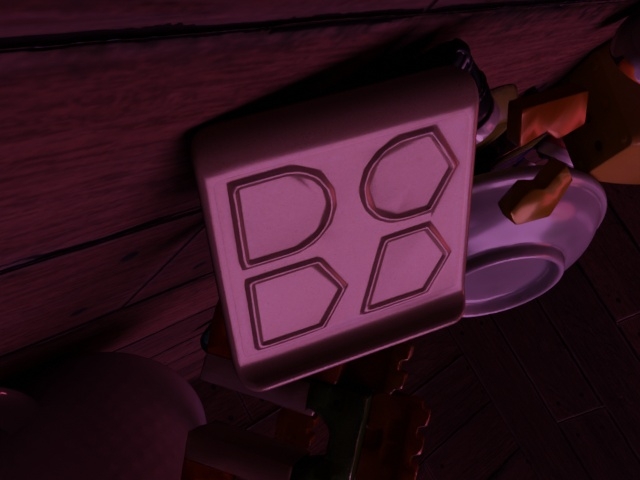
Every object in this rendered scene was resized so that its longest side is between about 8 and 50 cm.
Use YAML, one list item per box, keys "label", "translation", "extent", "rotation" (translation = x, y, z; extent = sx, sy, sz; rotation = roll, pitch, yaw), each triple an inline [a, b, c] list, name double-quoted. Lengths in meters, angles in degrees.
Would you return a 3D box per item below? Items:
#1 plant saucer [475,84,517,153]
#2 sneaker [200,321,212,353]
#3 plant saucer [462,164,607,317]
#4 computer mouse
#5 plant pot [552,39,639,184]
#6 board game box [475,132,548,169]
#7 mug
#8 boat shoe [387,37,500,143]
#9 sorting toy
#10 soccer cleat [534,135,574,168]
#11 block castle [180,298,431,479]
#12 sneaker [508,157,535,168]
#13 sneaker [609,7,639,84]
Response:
- label: "plant saucer"
  translation: [0.164, -0.120, 0.972]
  extent: [0.241, 0.037, 0.241]
  rotation: [-30, 172, -5]
- label: "sneaker"
  translation: [-0.135, 0.160, 1.478]
  extent: [0.223, 0.083, 0.098]
  rotation: [-31, 177, -2]
- label: "plant saucer"
  translation: [0.266, 0.033, 1.161]
  extent: [0.400, 0.101, 0.400]
  rotation: [-10, 151, -6]
- label: "computer mouse"
  translation: [0.241, -0.134, 1.091]
  extent: [0.071, 0.041, 0.242]
  rotation: [4, 137, -39]
- label: "plant pot"
  translation: [0.466, -0.196, 1.072]
  extent: [0.187, 0.212, 0.212]
  rotation: [-14, 168, -16]
- label: "board game box"
  translation: [0.233, -0.109, 1.283]
  extent: [0.346, 0.056, 0.208]
  rotation: [-29, 168, -14]
- label: "mug"
  translation: [-0.288, 0.310, 0.854]
  extent: [0.276, 0.374, 0.328]
  rotation: [-37, -149, 8]
- label: "boat shoe"
  translation: [0.025, -0.085, 0.603]
  extent: [0.233, 0.084, 0.079]
  rotation: [-26, 136, 14]
- label: "sorting toy"
  translation: [0.063, -0.019, 0.576]
  extent: [0.307, 0.041, 0.229]
  rotation: [-17, 126, -15]
- label: "soccer cleat"
  translation: [0.475, -0.205, 1.411]
  extent: [0.116, 0.108, 0.318]
  rotation: [-67, 170, 15]
- label: "block castle"
  translation: [0.025, 0.173, 0.794]
  extent: [0.212, 0.454, 0.303]
  rotation: [13, -175, 17]
- label: "sneaker"
  translation: [0.393, -0.062, 1.606]
  extent: [0.323, 0.130, 0.236]
  rotation: [-57, 168, -57]
- label: "sneaker"
  translation: [0.455, -0.286, 0.866]
  extent: [0.262, 0.099, 0.121]
  rotation: [-37, 166, -14]
